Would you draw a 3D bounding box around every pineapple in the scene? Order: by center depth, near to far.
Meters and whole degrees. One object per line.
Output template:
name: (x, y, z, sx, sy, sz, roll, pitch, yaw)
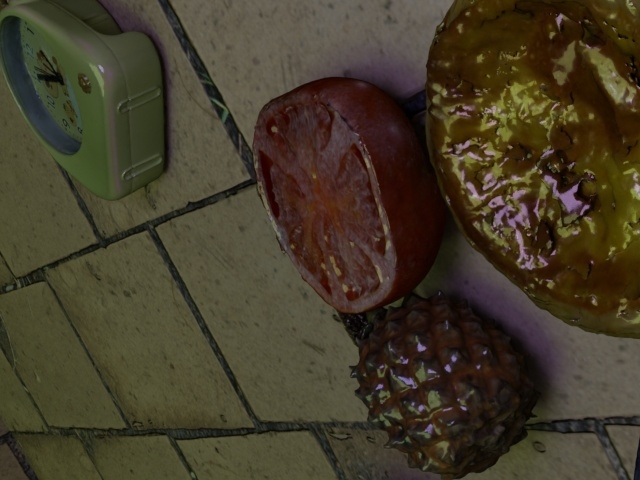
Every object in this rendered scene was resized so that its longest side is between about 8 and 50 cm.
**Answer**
pineapple: (0.104, 0.125, 1.018, 0.193, 0.166, 0.166, 46, 148, 35)

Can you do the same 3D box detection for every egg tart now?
egg tart: (0.194, -0.076, 0.741, 0.290, 0.115, 0.290, 35, 139, 37)

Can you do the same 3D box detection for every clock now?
clock: (-0.317, -0.212, 1.361, 0.308, 0.096, 0.235, 40, 146, 27)

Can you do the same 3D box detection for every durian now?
durian: (0.030, 0.074, 1.168, 0.066, 0.052, 0.130, 13, 135, 47)

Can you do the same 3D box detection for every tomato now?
tomato: (0.034, -0.050, 1.007, 0.237, 0.095, 0.237, 41, 144, 39)

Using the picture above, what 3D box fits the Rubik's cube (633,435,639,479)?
Rubik's cube: (0.340, 0.138, 0.602, 0.260, 0.255, 0.259, 30, 137, 34)
